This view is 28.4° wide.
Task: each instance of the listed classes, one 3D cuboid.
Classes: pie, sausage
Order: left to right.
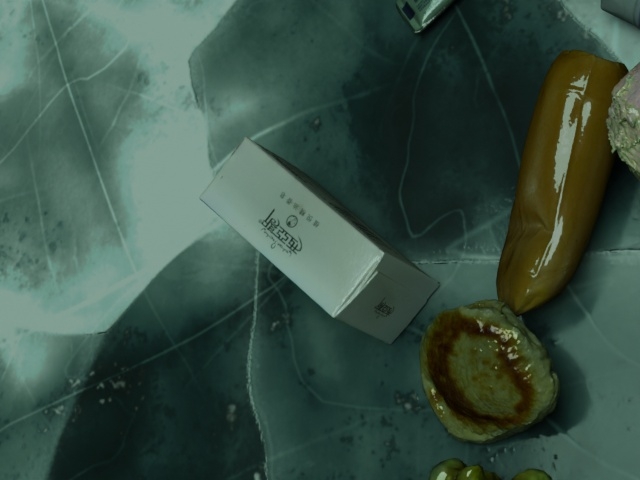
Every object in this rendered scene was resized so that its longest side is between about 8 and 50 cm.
[{"bbox_3d":[0.204,0.167,1.600,0.205,0.084,0.179,-39,74,52],"label":"pie"},{"bbox_3d":[0.304,-0.063,1.619,0.134,0.116,0.354,16,90,67],"label":"sausage"}]

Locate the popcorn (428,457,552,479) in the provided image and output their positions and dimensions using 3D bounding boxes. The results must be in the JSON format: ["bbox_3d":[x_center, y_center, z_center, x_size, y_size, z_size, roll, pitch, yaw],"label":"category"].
[{"bbox_3d":[0.194,0.416,1.485,0.326,0.321,0.290,12,65,11],"label":"popcorn"}]

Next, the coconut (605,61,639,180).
[{"bbox_3d":[0.478,-0.122,1.491,0.233,0.233,0.245,-51,57,6],"label":"coconut"}]

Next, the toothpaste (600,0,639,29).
[{"bbox_3d":[0.524,-0.256,1.581,0.371,0.080,0.125,31,135,32],"label":"toothpaste"}]

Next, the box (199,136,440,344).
[{"bbox_3d":[-0.001,0.002,1.704,0.274,0.203,0.116,41,96,27],"label":"box"}]

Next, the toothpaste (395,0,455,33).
[{"bbox_3d":[0.220,-0.401,1.791,0.268,0.047,0.069,-40,83,14],"label":"toothpaste"}]
